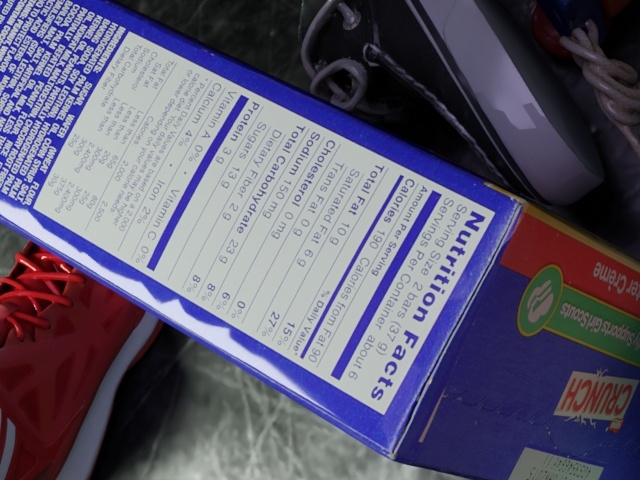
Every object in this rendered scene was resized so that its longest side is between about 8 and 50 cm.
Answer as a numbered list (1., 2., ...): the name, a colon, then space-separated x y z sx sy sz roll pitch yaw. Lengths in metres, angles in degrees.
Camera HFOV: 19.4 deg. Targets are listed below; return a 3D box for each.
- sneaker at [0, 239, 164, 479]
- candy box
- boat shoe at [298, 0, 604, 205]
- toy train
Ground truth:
1. sneaker: -0.156 0.038 1.032 0.087 0.128 0.221 7 78 30
2. candy box: 0.000 0.000 0.879 0.317 0.268 0.122 29 92 32
3. boat shoe: 0.035 -0.112 0.986 0.105 0.113 0.306 -41 58 11
4. toy train: 0.167 -0.155 0.946 0.143 0.105 0.248 -30 62 2
